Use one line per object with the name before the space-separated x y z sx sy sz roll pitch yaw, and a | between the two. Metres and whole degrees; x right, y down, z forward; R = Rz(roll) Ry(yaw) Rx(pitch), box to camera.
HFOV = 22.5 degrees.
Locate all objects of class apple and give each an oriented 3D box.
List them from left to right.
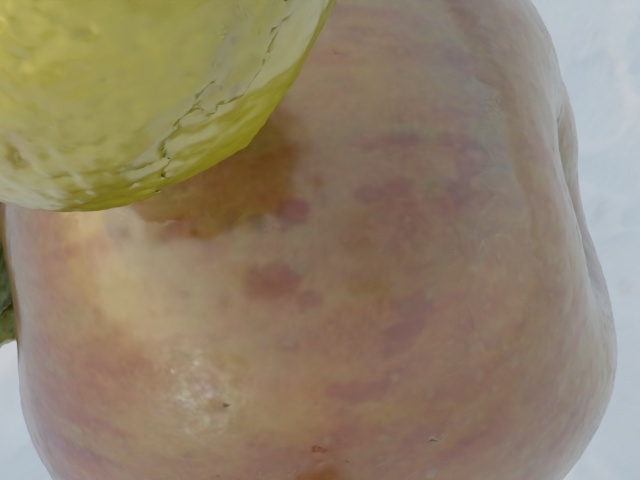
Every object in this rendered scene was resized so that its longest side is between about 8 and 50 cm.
apple | 0.000 0.000 0.901 0.334 0.400 0.400 -1 76 -4

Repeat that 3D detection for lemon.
lemon | -0.093 -0.112 0.592 0.204 0.260 0.204 6 78 -29

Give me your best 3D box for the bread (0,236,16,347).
bread | -0.246 0.018 0.950 0.110 0.103 0.156 -53 127 -18
